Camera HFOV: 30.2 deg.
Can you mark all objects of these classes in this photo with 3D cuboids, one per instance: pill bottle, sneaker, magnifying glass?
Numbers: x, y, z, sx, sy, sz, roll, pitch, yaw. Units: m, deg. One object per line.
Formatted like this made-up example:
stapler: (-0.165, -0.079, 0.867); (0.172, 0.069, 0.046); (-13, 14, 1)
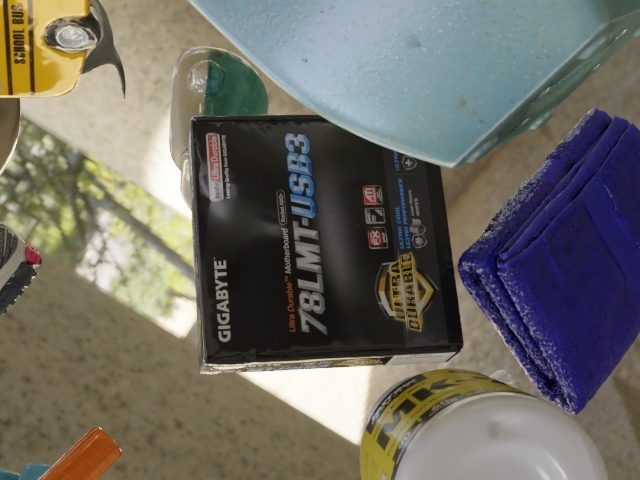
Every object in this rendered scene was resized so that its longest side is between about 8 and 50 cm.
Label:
pill bottle: (0.088, 0.141, 0.725); (0.119, 0.119, 0.208); (-58, 5, -4)
sneaker: (-0.504, 0.101, 1.576); (0.121, 0.112, 0.299); (-10, 43, 52)
magnifying glass: (-0.226, 0.214, 0.797); (0.231, 0.092, 0.026); (-44, -5, -26)

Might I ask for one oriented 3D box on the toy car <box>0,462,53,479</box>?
toy car: (-0.430, 0.332, 1.321); (0.210, 0.238, 0.219); (-18, 46, 50)

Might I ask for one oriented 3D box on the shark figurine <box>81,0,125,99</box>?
shark figurine: (-0.338, -0.303, 1.477); (0.166, 0.278, 0.116); (-63, -3, -11)

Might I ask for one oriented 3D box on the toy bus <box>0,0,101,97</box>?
toy bus: (-0.250, -0.251, 0.993); (0.332, 0.130, 0.108); (113, 153, -62)

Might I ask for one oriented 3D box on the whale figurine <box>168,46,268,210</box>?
whale figurine: (-0.142, -0.156, 1.667); (0.272, 0.141, 0.216); (-96, 12, -51)

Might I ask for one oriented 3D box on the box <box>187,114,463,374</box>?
box: (0.000, 0.000, 1.363); (0.073, 0.293, 0.295); (121, 147, -68)

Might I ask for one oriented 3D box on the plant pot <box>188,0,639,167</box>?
plant pot: (0.087, -0.196, 0.794); (0.248, 0.252, 0.247); (-44, -9, 36)

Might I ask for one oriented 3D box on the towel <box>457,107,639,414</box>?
towel: (0.305, 0.015, 1.324); (0.308, 0.227, 0.076); (-44, 14, -32)

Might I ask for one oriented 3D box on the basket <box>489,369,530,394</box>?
basket: (0.277, 0.430, 1.778); (0.266, 0.328, 0.331); (-29, 51, 12)

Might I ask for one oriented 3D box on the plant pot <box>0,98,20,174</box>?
plant pot: (-0.461, -0.115, 1.159); (0.284, 0.284, 0.191); (-49, 12, 23)
